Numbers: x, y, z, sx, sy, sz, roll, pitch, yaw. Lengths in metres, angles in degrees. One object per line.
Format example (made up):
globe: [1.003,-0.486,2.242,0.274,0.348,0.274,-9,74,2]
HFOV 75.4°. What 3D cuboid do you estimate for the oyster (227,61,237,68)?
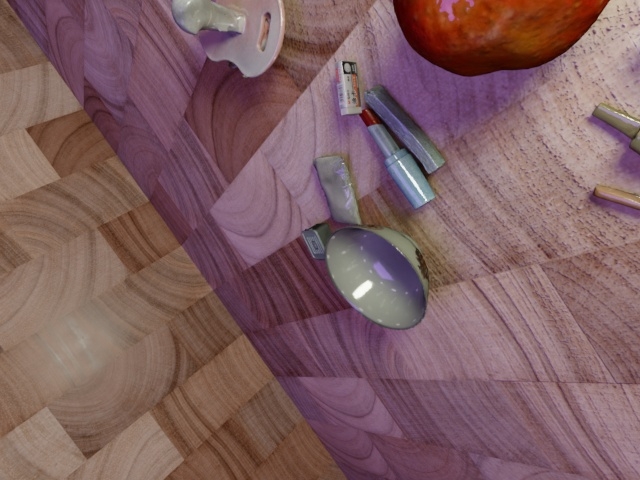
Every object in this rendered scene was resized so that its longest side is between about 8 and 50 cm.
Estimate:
oyster: [-0.266,-0.560,1.221,0.083,0.081,0.038,-55,46,22]

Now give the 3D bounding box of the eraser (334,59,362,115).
eraser: [0.066,-0.359,0.979,0.029,0.052,0.122,5,106,51]

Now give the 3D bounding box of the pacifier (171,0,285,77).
pacifier: [-0.227,-0.558,1.047,0.332,0.273,0.220,34,159,28]

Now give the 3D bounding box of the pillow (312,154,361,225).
pillow: [0.050,-0.145,1.228,0.128,0.051,0.229,16,134,46]

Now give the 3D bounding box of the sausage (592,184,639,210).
sausage: [0.539,-0.069,0.721,0.116,0.026,0.026,28,139,33]

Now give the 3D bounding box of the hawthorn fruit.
hawthorn fruit: [0.226,-0.361,0.559,0.287,0.330,0.287,28,127,46]

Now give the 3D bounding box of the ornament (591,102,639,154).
ornament: [0.534,-0.161,0.608,0.245,0.061,0.230,43,147,21]

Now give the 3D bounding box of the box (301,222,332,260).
box: [0.000,0.000,1.406,0.084,0.069,0.122,-2,119,50]

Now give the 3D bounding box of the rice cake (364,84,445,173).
rice cake: [0.193,-0.258,0.953,0.245,0.045,0.042,49,149,5]

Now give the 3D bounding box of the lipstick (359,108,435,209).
lipstick: [0.179,-0.204,1.001,0.274,0.068,0.061,58,175,5]

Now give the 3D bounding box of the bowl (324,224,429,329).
bowl: [0.186,0.072,1.163,0.337,0.157,0.337,31,141,29]
